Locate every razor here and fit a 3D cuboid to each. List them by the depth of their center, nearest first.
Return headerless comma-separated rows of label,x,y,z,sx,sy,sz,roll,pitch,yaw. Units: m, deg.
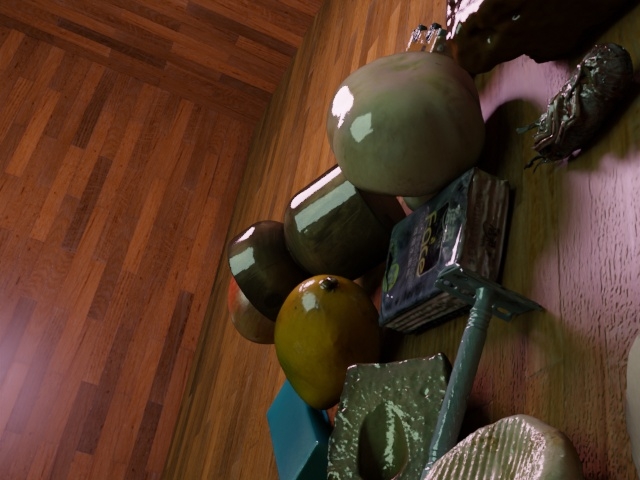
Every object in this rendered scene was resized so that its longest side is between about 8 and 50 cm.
razor,0.152,0.148,0.827,0.068,0.106,0.232,-41,27,64

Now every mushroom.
mushroom,0.131,-0.146,1.163,0.260,0.254,0.234,-37,-47,-29

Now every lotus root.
lotus root,0.089,0.273,0.904,0.210,0.142,0.314,56,-141,-59

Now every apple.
apple,-0.098,0.123,1.670,0.164,0.209,0.209,120,164,-49

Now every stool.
stool,0.000,0.000,1.311,0.264,0.179,0.179,-34,28,21

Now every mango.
mango,0.010,0.168,1.250,0.119,0.176,0.317,-55,-15,-42

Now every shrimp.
shrimp,0.280,-0.140,0.881,0.073,0.075,0.190,63,152,27

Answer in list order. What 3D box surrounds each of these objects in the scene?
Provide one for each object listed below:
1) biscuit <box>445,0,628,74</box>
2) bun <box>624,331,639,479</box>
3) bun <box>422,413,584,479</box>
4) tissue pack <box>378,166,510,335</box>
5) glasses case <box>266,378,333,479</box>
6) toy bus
biscuit,0.303,-0.433,0.996,0.342,0.166,0.395,132,153,-52
bun,0.263,0.115,0.462,0.173,0.120,0.173,-11,-90,-88
bun,0.165,0.244,0.691,0.183,0.102,0.183,-39,12,10
tissue pack,0.162,0.023,1.073,0.235,0.073,0.173,139,147,-63
glasses case,-0.029,0.337,1.375,0.117,0.070,0.301,-61,13,9
toy bus,0.203,-0.312,1.357,0.182,0.091,0.103,-119,49,-74
